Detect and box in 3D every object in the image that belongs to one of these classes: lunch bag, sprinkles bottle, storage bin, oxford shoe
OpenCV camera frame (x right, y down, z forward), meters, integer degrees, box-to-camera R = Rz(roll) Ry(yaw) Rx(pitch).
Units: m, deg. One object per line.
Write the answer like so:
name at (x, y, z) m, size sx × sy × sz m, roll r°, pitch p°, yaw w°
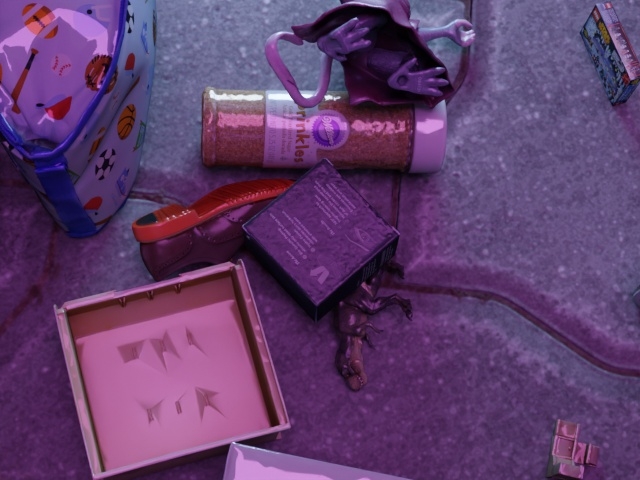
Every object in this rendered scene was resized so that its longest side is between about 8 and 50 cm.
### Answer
lunch bag at (-0.351, -0.229, 1.747) m, size 0.239 × 0.328 × 0.385 m, roll 0°, pitch 72°, yaw 0°
sprinkles bottle at (0.003, -0.162, 1.864) m, size 0.355 × 0.121 × 0.121 m, roll 1°, pitch 71°, yaw -4°
storage bin at (-0.204, 0.175, 1.726) m, size 0.262 × 0.123 × 0.260 m, roll -14°, pitch 73°, yaw -9°
oxford shoe at (-0.136, -0.021, 1.835) m, size 0.271 × 0.097 × 0.098 m, roll -19°, pitch 108°, yaw -18°

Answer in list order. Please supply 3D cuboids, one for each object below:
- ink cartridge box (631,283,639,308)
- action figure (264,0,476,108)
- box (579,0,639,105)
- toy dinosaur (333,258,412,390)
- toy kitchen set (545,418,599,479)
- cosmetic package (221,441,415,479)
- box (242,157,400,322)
ink cartridge box at (0.689, 0.031, 1.804) m, size 0.395 × 0.166 × 0.285 m, roll -43°, pitch 78°, yaw -8°
action figure at (0.080, -0.319, 1.880) m, size 0.275 × 0.248 × 0.370 m, roll -22°, pitch 33°, yaw 11°
box at (0.450, -0.289, 1.962) m, size 0.027 × 0.094 × 0.137 m, roll -17°, pitch 73°, yaw -11°
toy dinosaur at (0.067, 0.076, 1.821) m, size 0.118 × 0.064 × 0.268 m, roll -7°, pitch 68°, yaw 0°
toy kitchen set at (0.360, 0.294, 1.759) m, size 0.068 × 0.075 × 0.083 m, roll 14°, pitch 74°, yaw -1°
cosmetic package at (0.051, 0.385, 1.629) m, size 0.385 × 0.217 × 0.156 m, roll 14°, pitch 69°, yaw -2°
box at (0.000, 0.000, 1.772) m, size 0.158 × 0.093 × 0.156 m, roll -40°, pitch 76°, yaw -13°
